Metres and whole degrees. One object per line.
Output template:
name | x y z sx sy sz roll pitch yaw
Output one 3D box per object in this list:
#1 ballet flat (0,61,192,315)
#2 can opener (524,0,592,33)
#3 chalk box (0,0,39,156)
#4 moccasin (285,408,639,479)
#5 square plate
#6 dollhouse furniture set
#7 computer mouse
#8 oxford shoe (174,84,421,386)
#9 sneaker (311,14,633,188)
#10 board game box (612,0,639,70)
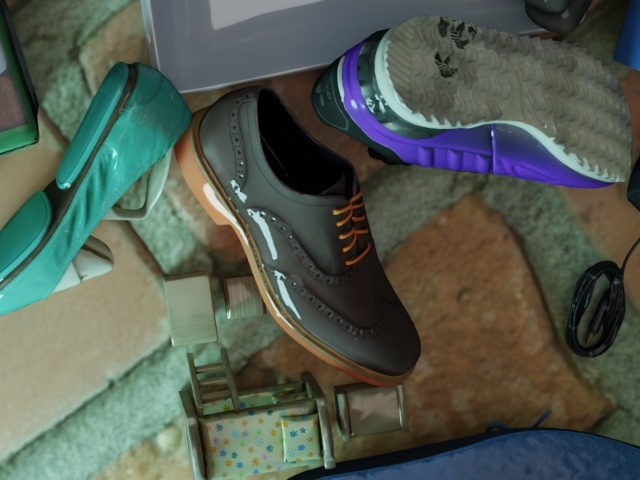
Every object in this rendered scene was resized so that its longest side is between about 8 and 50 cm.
ballet flat | -0.179 -0.021 1.336 0.087 0.083 0.247 31 105 -24
can opener | 0.216 -0.299 1.339 0.095 0.076 0.283 27 82 25
chalk box | -0.303 -0.132 1.203 0.179 0.289 0.180 -18 101 -6
moccasin | 0.115 0.204 1.413 0.342 0.117 0.138 1 88 -4
square plate | 0.014 -0.308 1.348 0.347 0.049 0.344 -10 100 -7
dollhouse furniture set | -0.023 0.095 1.377 0.182 0.101 0.161 -9 100 -7
computer mouse | 0.265 -0.014 1.443 0.071 0.041 0.242 24 100 -28
oxford shoe | 0.000 0.000 1.351 0.271 0.098 0.097 50 45 -13
sneaker | 0.115 -0.100 1.368 0.293 0.146 0.102 15 69 -39
board game box | 0.332 -0.223 1.366 0.160 0.047 0.210 10 104 -28
